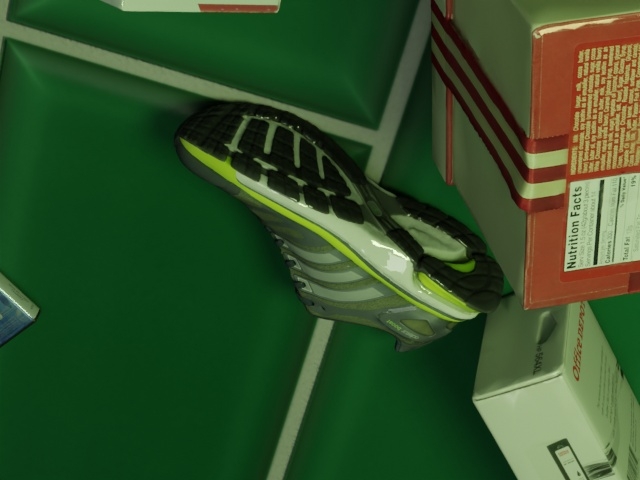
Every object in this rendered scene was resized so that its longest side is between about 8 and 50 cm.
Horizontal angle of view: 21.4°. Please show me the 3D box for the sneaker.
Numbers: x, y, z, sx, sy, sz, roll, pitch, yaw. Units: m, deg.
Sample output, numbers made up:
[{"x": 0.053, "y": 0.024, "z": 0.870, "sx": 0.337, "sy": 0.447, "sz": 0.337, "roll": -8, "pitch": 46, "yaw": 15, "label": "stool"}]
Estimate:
[{"x": 0.000, "y": 0.000, "z": 1.406, "sx": 0.300, "sy": 0.111, "sz": 0.121, "roll": 34, "pitch": 125, "yaw": -10, "label": "sneaker"}]

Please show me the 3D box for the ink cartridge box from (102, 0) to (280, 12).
[{"x": -0.119, "y": -0.235, "z": 1.158, "sx": 0.128, "sy": 0.176, "sz": 0.127, "roll": -6, "pitch": 113, "yaw": -36, "label": "ink cartridge box"}]

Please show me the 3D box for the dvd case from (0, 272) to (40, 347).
[{"x": -0.403, "y": 0.028, "z": 1.540, "sx": 0.180, "sy": 0.022, "sz": 0.253, "roll": -34, "pitch": 111, "yaw": 28, "label": "dvd case"}]

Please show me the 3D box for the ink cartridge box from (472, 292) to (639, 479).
[{"x": 0.213, "y": 0.155, "z": 1.439, "sx": 0.086, "sy": 0.148, "sz": 0.203, "roll": -20, "pitch": 116, "yaw": 23, "label": "ink cartridge box"}]

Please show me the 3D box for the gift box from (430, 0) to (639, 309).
[{"x": 0.227, "y": -0.118, "z": 1.208, "sx": 0.276, "sy": 0.258, "sz": 0.255, "roll": -5, "pitch": 124, "yaw": -13, "label": "gift box"}]
